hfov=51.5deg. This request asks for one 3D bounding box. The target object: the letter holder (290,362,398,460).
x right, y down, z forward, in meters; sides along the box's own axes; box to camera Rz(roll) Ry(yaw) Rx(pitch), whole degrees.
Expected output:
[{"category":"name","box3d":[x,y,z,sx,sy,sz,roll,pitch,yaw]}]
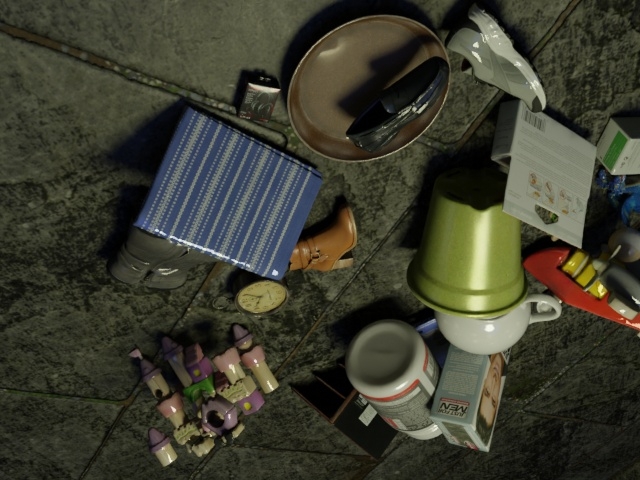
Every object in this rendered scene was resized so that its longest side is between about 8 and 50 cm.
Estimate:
[{"category":"letter holder","box3d":[0.078,0.479,1.945,0.152,0.214,0.302,-51,135,-12]}]

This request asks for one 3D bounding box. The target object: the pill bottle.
[{"category":"pill bottle","box3d":[0.222,0.378,1.741,0.210,0.210,0.363,-26,136,9]}]

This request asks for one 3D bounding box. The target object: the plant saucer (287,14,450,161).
[{"category":"plant saucer","box3d":[0.086,-0.282,1.234,0.310,0.050,0.311,-10,135,-10]}]

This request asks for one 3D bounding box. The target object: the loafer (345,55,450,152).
[{"category":"loafer","box3d":[0.138,-0.246,1.196,0.078,0.076,0.223,19,130,-42]}]

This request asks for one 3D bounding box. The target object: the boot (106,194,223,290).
[{"category":"boot","box3d":[-0.260,0.025,1.405,0.338,0.118,0.223,16,134,-23]}]

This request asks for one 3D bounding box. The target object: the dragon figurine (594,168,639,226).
[{"category":"dragon figurine","box3d":[0.758,-0.094,1.616,0.144,0.085,0.289,-27,135,9]}]

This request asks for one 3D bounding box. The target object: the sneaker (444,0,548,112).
[{"category":"sneaker","box3d":[0.333,-0.326,1.242,0.108,0.100,0.271,-37,128,25]}]

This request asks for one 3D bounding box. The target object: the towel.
[{"category":"towel","box3d":[-0.163,-0.081,1.275,0.336,0.040,0.243,24,86,-34]}]

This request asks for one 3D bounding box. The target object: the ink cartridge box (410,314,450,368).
[{"category":"ink cartridge box","box3d":[0.294,0.312,1.889,0.185,0.065,0.311,-26,138,10]}]

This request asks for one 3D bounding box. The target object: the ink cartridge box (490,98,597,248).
[{"category":"ink cartridge box","box3d":[0.465,-0.133,1.389,0.275,0.239,0.060,20,168,-33]}]

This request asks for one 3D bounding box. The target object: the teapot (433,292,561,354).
[{"category":"teapot","box3d":[0.398,0.145,1.601,0.256,0.252,0.187,-29,153,-9]}]

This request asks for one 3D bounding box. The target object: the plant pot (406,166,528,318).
[{"category":"plant pot","box3d":[0.333,-0.014,1.457,0.276,0.276,0.254,-8,124,-10]}]

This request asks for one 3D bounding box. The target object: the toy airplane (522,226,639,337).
[{"category":"toy airplane","box3d":[0.742,0.107,1.617,0.384,0.386,0.272,10,103,-19]}]

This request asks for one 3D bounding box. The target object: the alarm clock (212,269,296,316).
[{"category":"alarm clock","box3d":[-0.159,0.122,1.548,0.192,0.064,0.129,-16,137,-6]}]

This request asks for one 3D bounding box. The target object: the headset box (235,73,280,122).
[{"category":"headset box","box3d":[-0.113,-0.260,1.202,0.062,0.032,0.083,7,133,-24]}]

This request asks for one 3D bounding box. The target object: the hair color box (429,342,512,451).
[{"category":"hair color box","box3d":[0.406,0.330,1.726,0.113,0.374,0.185,4,147,33]}]

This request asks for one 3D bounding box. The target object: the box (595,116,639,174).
[{"category":"box","box3d":[0.687,-0.211,1.473,0.102,0.087,0.101,-3,135,-14]}]

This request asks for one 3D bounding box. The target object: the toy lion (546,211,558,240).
[{"category":"toy lion","box3d":[0.617,-0.054,1.653,0.096,0.034,0.100,-19,137,-10]}]

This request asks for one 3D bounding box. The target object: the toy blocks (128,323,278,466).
[{"category":"toy blocks","box3d":[-0.306,0.337,1.589,0.288,0.309,0.260,-28,94,21]}]

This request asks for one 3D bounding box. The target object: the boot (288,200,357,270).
[{"category":"boot","box3d":[0.000,0.000,1.475,0.152,0.073,0.197,-5,133,-8]}]
